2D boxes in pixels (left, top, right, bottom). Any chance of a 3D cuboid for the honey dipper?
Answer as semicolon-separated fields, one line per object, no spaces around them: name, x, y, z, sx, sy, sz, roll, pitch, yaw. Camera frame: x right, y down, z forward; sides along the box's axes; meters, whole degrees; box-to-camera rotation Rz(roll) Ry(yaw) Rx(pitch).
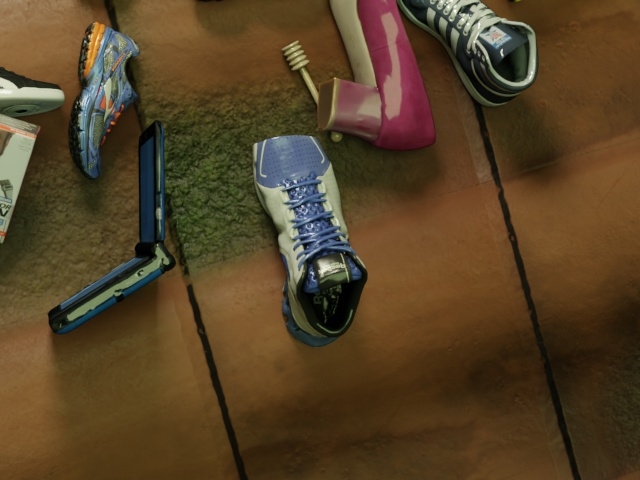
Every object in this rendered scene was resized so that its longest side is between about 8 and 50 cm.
honey dipper;-0.008;-0.218;1.972;0.030;0.030;0.160;-31;99;-11

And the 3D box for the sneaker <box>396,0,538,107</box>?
sneaker;0.215;-0.325;1.956;0.099;0.153;0.282;-39;98;-10

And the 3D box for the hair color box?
hair color box;-0.453;-0.089;1.825;0.093;0.053;0.167;17;112;-12

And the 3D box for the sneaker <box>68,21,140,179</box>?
sneaker;-0.302;-0.194;1.881;0.087;0.083;0.221;9;90;-18

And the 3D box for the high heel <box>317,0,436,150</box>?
high heel;0.106;-0.324;1.964;0.181;0.127;0.377;9;93;-23

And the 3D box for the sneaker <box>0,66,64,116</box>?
sneaker;-0.466;-0.238;1.844;0.217;0.079;0.121;-4;77;-23

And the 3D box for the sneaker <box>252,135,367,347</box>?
sneaker;0.000;0.001;1.895;0.127;0.182;0.315;-12;93;-14

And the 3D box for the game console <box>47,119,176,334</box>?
game console;-0.288;-0.015;1.774;0.250;0.293;0.173;-32;95;-10
